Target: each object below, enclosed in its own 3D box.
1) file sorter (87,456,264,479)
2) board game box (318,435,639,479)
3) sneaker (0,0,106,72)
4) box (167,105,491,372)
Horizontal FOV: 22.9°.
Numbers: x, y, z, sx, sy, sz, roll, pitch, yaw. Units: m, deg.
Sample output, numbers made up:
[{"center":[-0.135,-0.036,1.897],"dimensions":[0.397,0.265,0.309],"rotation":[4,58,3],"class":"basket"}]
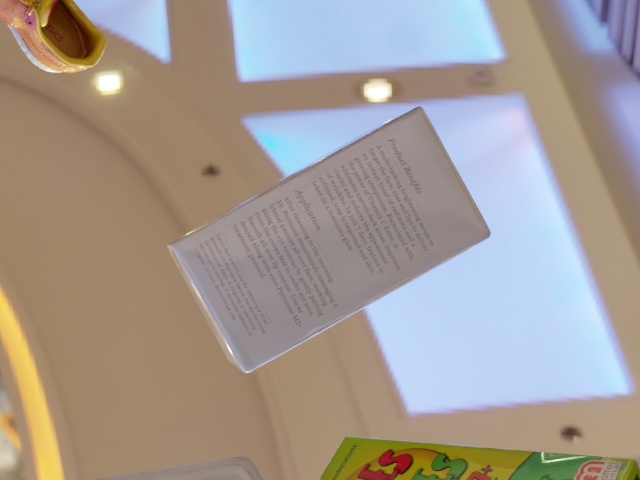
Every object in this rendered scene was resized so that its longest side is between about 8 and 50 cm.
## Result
[{"center":[-0.068,0.242,0.561],"dimensions":[0.193,0.173,0.277],"rotation":[-3,-143,-34],"class":"file sorter"},{"center":[0.074,0.156,0.832],"dimensions":[0.181,0.043,0.092],"rotation":[0,-140,36],"class":"board game box"},{"center":[-0.225,-0.191,1.156],"dimensions":[0.067,0.175,0.064],"rotation":[-2,-124,51],"class":"sneaker"},{"center":[0.000,0.000,0.983],"dimensions":[0.170,0.091,0.130],"rotation":[-29,-178,-8],"class":"box"}]
